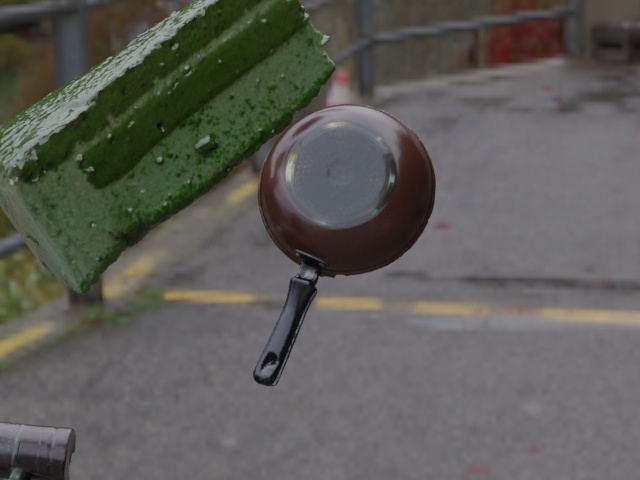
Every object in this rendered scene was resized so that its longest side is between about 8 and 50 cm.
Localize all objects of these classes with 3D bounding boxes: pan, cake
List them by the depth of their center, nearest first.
[{"bbox_3d":[0.000,0.000,0.643,0.068,0.115,0.023,21,-9,12],"label":"pan"},{"bbox_3d":[-0.092,-0.072,1.058,0.235,0.100,0.099,-33,22,-4],"label":"cake"}]

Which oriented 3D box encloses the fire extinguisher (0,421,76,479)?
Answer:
[{"bbox_3d":[-0.266,0.159,1.283,0.157,0.045,0.078,6,33,1],"label":"fire extinguisher"}]
